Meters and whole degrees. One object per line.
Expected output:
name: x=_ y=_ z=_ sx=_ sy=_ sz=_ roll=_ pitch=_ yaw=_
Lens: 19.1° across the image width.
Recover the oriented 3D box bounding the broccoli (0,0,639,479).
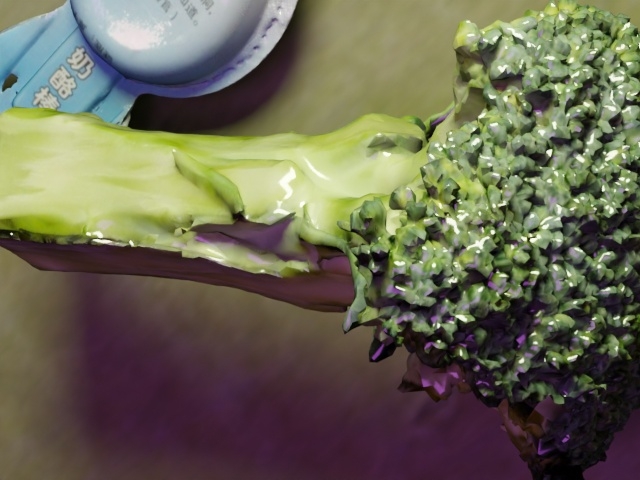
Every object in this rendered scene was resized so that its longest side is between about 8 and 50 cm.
broccoli: x=0.014 y=-0.007 z=0.910 sx=0.361 sy=0.252 sz=0.221 roll=12 pitch=105 yaw=48

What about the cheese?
cheese: x=-0.094 y=-0.123 z=1.000 sx=0.244 sy=0.052 sz=0.135 roll=-43 pitch=80 yaw=29
